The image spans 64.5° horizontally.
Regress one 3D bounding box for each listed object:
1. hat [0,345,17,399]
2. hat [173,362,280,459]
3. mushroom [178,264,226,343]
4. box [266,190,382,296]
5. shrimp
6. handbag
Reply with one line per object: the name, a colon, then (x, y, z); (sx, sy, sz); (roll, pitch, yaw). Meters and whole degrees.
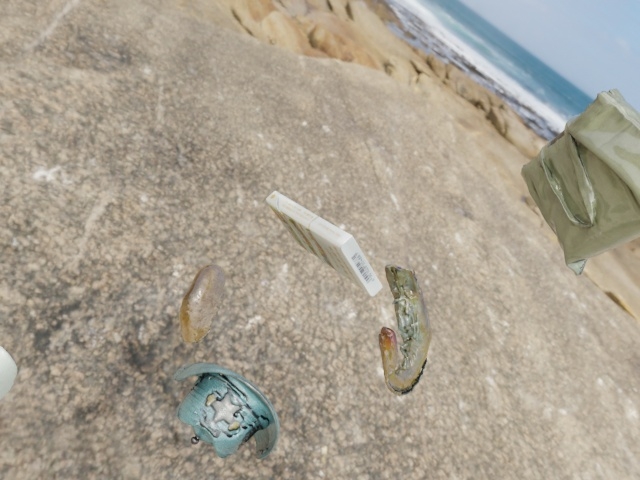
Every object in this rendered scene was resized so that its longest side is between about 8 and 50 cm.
hat: (-1.010, 0.420, 1.412); (0.301, 0.168, 0.258); (-42, 105, -29)
hat: (-0.116, 0.197, 0.570); (0.138, 0.191, 0.078); (45, 64, 0)
mushroom: (-0.299, 0.150, 1.275); (0.094, 0.072, 0.210); (45, 58, -47)
box: (0.001, -0.001, 0.808); (0.220, 0.032, 0.122); (34, -16, 49)
shrimp: (0.141, 0.165, 0.885); (0.058, 0.253, 0.173); (6, 41, 35)
handbag: (0.496, -0.097, 0.916); (0.108, 0.316, 0.253); (-18, 72, -14)
